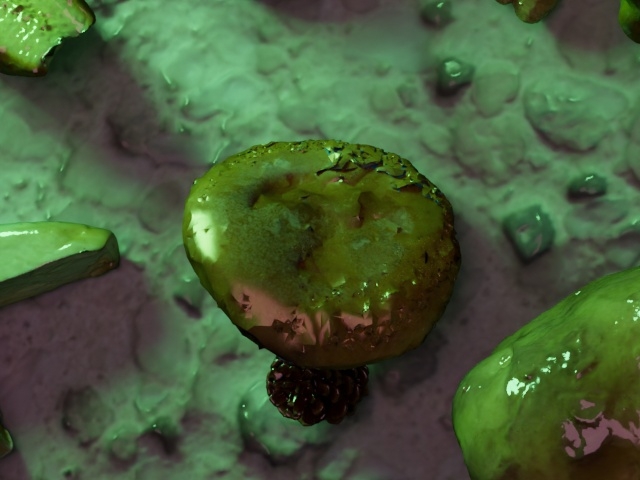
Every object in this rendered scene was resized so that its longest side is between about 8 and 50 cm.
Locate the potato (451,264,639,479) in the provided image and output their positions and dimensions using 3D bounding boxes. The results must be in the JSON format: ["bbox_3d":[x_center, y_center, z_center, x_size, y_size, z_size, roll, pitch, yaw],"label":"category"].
[{"bbox_3d":[0.250,0.143,1.605,0.237,0.288,0.301,-2,82,35],"label":"potato"}]

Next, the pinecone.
[{"bbox_3d":[-0.004,0.123,1.727,0.102,0.109,0.102,-1,84,13],"label":"pinecone"}]

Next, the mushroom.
[{"bbox_3d":[-0.366,0.030,1.839,0.333,0.087,0.107,1,63,11],"label":"mushroom"}]

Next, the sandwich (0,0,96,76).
[{"bbox_3d":[-0.326,-0.239,1.845,0.235,0.128,0.122,39,90,14],"label":"sandwich"}]

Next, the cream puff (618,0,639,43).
[{"bbox_3d":[0.385,-0.261,1.630,0.282,0.282,0.185,11,41,13],"label":"cream puff"}]

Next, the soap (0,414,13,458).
[{"bbox_3d":[-0.434,0.198,1.843,0.232,0.073,0.140,-29,73,10],"label":"soap"}]

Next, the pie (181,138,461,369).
[{"bbox_3d":[0.001,0.000,1.715,0.273,0.069,0.273,3,53,-5],"label":"pie"}]

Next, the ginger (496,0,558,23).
[{"bbox_3d":[0.195,-0.313,1.746,0.115,0.081,0.205,21,90,9],"label":"ginger"}]
